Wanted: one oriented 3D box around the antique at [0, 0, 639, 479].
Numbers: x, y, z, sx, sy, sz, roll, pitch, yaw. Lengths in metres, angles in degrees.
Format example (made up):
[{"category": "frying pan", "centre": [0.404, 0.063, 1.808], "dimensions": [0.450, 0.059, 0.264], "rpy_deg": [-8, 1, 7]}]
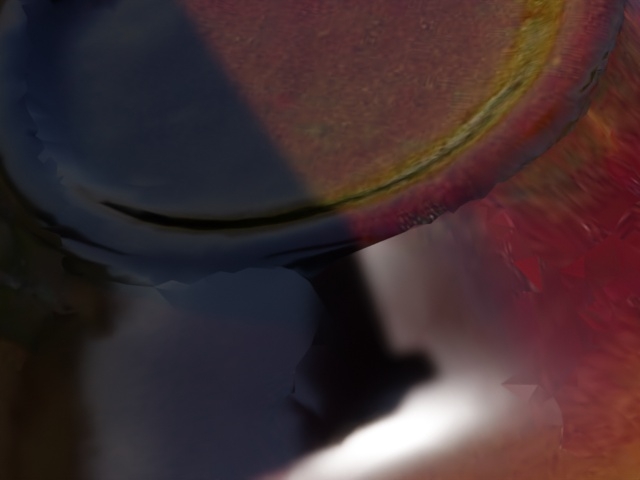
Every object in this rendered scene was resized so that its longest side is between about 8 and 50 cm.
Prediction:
[{"category": "antique", "centre": [0.000, 0.000, 0.430], "dimensions": [0.278, 0.223, 0.129], "rpy_deg": [-42, 143, -32]}]
